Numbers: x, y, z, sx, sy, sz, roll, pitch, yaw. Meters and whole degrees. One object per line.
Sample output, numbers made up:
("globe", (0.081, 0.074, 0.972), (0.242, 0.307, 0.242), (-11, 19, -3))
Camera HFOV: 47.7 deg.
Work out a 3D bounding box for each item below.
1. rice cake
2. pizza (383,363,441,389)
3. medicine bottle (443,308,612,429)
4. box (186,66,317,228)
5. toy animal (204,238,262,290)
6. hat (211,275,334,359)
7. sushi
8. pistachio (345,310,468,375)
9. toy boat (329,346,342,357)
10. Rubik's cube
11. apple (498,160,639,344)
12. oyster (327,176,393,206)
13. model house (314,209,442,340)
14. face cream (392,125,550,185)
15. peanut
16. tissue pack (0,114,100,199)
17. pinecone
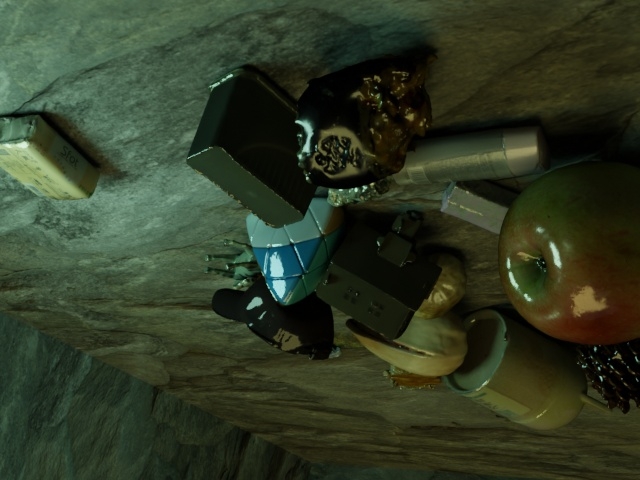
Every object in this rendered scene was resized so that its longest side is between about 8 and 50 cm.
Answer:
("rice cake", (0.377, -0.048, 1.407), (0.298, 0.050, 0.106), (19, 151, -8))
("pizza", (0.296, 0.434, 2.331), (0.189, 0.071, 0.297), (-1, 154, 4))
("medicine bottle", (0.543, 0.361, 1.889), (0.406, 0.236, 0.235), (29, 150, -22))
("box", (-0.101, -0.152, 1.296), (0.138, 0.178, 0.274), (-16, 136, 44))
("toy animal", (-0.215, 0.064, 1.861), (0.170, 0.090, 0.255), (1, 165, -17))
("hat", (-0.098, 0.131, 1.772), (0.336, 0.209, 0.238), (26, -167, 29))
("sushi", (0.078, -0.193, 1.127), (0.204, 0.200, 0.213), (2, 127, 22))
("pistachio", (0.218, 0.233, 1.841), (0.318, 0.193, 0.214), (14, -164, 14))
("toy boat", (0.003, 0.334, 2.336), (0.096, 0.034, 0.122), (-13, 133, 42))
("Rubik's cube", (0.000, 0.000, 1.595), (0.254, 0.254, 0.254), (11, 153, 6))
("apple", (0.442, 0.021, 1.198), (0.277, 0.319, 0.319), (3, 157, -20))
("oyster", (0.077, -0.117, 1.416), (0.125, 0.064, 0.177), (18, 151, 2))
("model house", (0.151, 0.048, 1.554), (0.211, 0.243, 0.204), (30, -165, 11))
("face cream", (0.257, -0.144, 1.261), (0.269, 0.073, 0.107), (-3, 156, 30))
("peanut", (0.260, 0.113, 1.682), (0.129, 0.129, 0.224), (15, 150, 0))
("tissue pack", (-0.625, -0.182, 1.603), (0.186, 0.090, 0.222), (1, 148, 29))
("pinecone", (0.725, 0.288, 1.707), (0.221, 0.221, 0.221), (11, 153, 6))
